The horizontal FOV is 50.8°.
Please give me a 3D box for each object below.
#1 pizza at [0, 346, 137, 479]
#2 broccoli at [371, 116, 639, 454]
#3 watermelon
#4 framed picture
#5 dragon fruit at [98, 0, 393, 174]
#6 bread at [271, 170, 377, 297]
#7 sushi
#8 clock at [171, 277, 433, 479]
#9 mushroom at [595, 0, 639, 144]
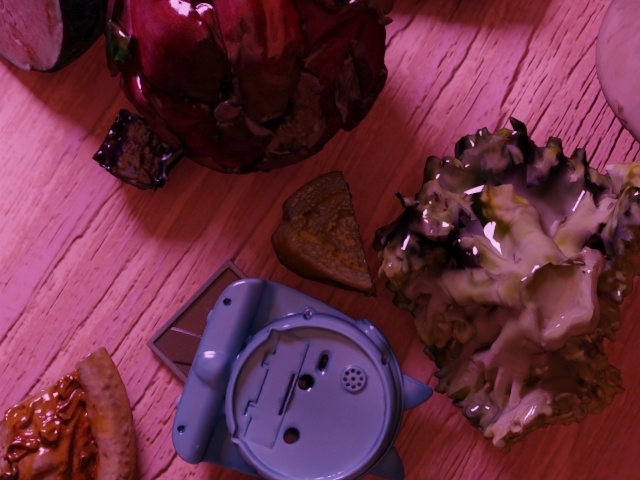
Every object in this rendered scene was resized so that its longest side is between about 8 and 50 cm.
[{"bbox_3d":[-0.312,0.300,0.779,0.182,0.074,0.365,19,80,-19],"label":"pizza"},{"bbox_3d":[0.198,0.046,0.699,0.293,0.281,0.347,13,87,2],"label":"broccoli"},{"bbox_3d":[-0.316,-0.313,0.777,0.305,0.180,0.224,14,89,46],"label":"watermelon"},{"bbox_3d":[-0.094,0.145,0.834,0.203,0.015,0.150,43,87,5],"label":"framed picture"},{"bbox_3d":[-0.083,-0.234,0.733,0.329,0.329,0.329,0,84,2],"label":"dragon fruit"},{"bbox_3d":[0.000,0.006,0.802,0.110,0.103,0.156,-15,77,-5],"label":"bread"},{"bbox_3d":[-0.217,-0.107,0.829,0.098,0.094,0.084,28,89,-11],"label":"sushi"},{"bbox_3d":[-0.014,0.177,0.773,0.274,0.094,0.223,18,87,5],"label":"clock"},{"bbox_3d":[0.481,-0.170,0.743,0.362,0.294,0.362,1,54,-1],"label":"mushroom"}]
